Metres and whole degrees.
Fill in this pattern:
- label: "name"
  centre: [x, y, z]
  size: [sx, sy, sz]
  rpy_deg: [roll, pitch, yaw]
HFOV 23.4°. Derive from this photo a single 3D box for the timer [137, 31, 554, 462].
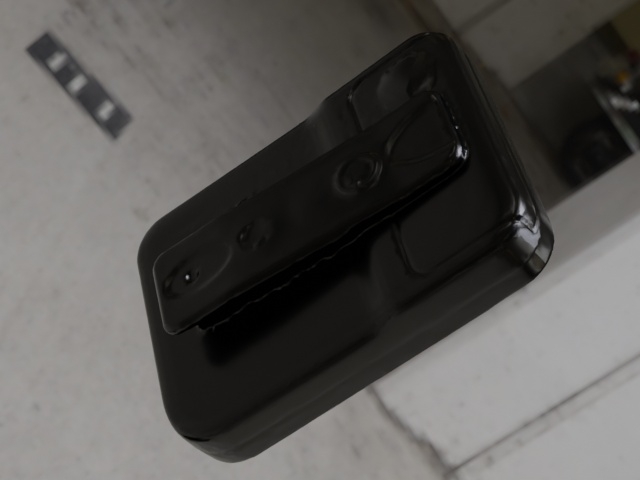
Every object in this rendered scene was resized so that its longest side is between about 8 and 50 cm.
- label: "timer"
  centre: [0.000, 0.000, 0.680]
  size: [0.055, 0.187, 0.144]
  rpy_deg: [41, 22, -42]
